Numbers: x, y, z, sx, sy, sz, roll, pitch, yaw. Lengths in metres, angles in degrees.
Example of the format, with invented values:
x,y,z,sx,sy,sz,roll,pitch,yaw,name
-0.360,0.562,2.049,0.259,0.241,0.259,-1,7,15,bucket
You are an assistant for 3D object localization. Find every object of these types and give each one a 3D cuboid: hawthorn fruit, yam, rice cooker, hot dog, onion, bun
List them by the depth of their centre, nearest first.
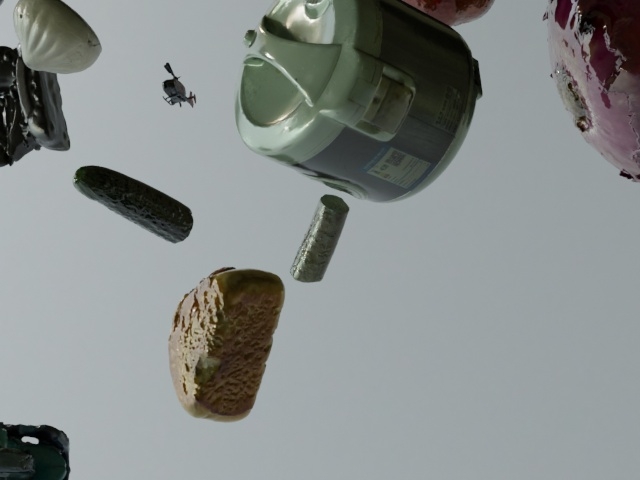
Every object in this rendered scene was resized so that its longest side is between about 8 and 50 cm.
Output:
x,y,z,sx,sy,sz,roll,pitch,yaw,name
0.041,-0.205,1.748,0.277,0.288,0.288,21,-162,-36,rice cooker
-0.385,-0.282,1.842,0.138,0.138,0.094,31,-106,36,bun
0.494,-0.264,1.900,0.345,0.358,0.358,-16,-158,21,onion
0.000,0.000,1.924,0.054,0.132,0.054,19,-160,-7,yam
0.182,-0.431,2.033,0.179,0.200,0.179,-9,-164,3,hawthorn fruit
-0.157,0.154,2.092,0.150,0.257,0.153,10,-168,-32,hot dog

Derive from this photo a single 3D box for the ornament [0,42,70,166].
x,y,z,sx,sy,sz,roll,pitch,yaw,name
-0.598,-0.239,2.370,0.260,0.251,0.106,-18,163,14,ornament

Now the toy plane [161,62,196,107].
x,y,z,sx,sy,sz,roll,pitch,yaw,name
-0.281,-0.296,2.586,0.037,0.145,0.060,-14,-110,15,toy plane

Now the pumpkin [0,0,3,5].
x,y,z,sx,sy,sz,roll,pitch,yaw,name
-0.594,-0.433,2.027,0.238,0.238,0.159,16,166,16,pumpkin

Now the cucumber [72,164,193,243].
x,y,z,sx,sy,sz,roll,pitch,yaw,name
-0.323,-0.070,2.229,0.241,0.074,0.074,30,-171,-42,cucumber

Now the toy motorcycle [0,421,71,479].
x,y,z,sx,sy,sz,roll,pitch,yaw,name
-0.450,0.311,1.725,0.260,0.154,0.206,-11,161,27,toy motorcycle
